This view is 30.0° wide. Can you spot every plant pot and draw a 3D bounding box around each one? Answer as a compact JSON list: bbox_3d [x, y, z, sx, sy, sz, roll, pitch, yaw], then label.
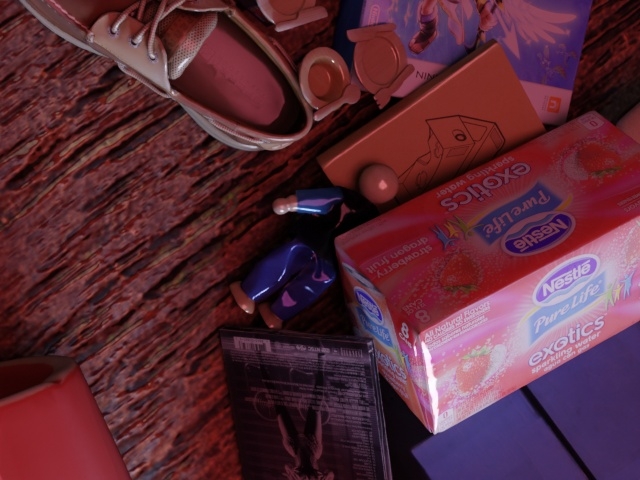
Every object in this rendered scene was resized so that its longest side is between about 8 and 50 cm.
[{"bbox_3d":[-0.269,0.238,0.989,0.275,0.275,0.243,-15,97,-19],"label":"plant pot"}]

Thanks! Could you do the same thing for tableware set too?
[{"bbox_3d":[0.016,-0.187,1.038,0.141,0.020,0.168,-31,107,-34],"label":"tableware set"}]

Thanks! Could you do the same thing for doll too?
[{"bbox_3d":[0.000,0.000,1.114,0.189,0.046,0.129,-44,119,13],"label":"doll"}]

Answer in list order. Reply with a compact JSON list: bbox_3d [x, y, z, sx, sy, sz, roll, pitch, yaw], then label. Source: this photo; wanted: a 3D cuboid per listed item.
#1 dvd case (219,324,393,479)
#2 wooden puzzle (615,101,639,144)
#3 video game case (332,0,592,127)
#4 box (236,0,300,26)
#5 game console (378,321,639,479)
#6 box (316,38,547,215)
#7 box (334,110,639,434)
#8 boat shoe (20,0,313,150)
[{"bbox_3d":[-0.010,0.190,1.136,0.018,0.164,0.221,-31,118,-54],"label":"dvd case"},{"bbox_3d":[0.469,-0.039,1.264,0.322,0.080,0.348,-38,114,-32],"label":"wooden puzzle"},{"bbox_3d":[0.149,-0.259,1.142,0.244,0.061,0.269,7,99,-25],"label":"video game case"},{"bbox_3d":[-0.082,-0.319,1.017,0.233,0.044,0.159,39,70,-25],"label":"box"},{"bbox_3d":[0.242,0.203,1.162,0.342,0.060,0.386,-29,74,-23],"label":"game console"},{"bbox_3d":[0.118,-0.076,1.148,0.201,0.021,0.164,-34,126,4],"label":"box"},{"bbox_3d":[0.182,0.025,1.105,0.300,0.154,0.142,-26,134,-15],"label":"box"},{"bbox_3d":[-0.129,-0.185,1.010,0.324,0.116,0.123,31,89,-26],"label":"boat shoe"}]
